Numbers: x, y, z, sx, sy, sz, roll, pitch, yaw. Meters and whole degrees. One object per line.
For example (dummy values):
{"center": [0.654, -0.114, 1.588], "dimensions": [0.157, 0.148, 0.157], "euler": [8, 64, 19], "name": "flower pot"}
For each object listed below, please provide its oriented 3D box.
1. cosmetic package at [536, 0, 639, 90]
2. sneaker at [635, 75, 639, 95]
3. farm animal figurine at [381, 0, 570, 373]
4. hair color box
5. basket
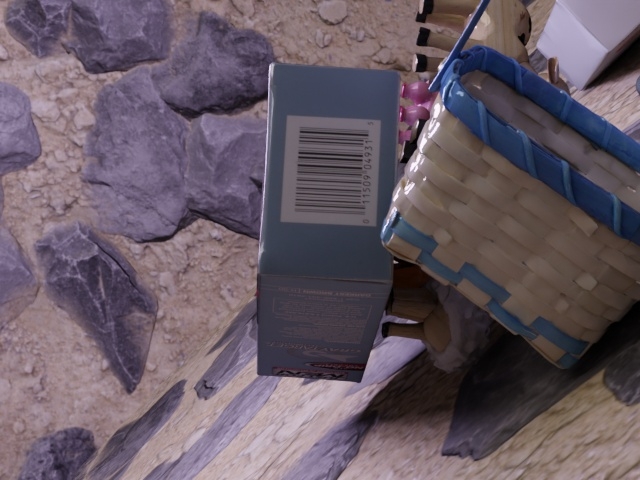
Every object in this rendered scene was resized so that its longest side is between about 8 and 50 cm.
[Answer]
{"center": [0.437, -0.361, 1.752], "dimensions": [0.377, 0.097, 0.284], "euler": [-44, -7, 1], "name": "cosmetic package"}
{"center": [0.375, -0.210, 1.314], "dimensions": [0.104, 0.125, 0.262], "euler": [-46, 8, -39], "name": "sneaker"}
{"center": [0.159, -0.064, 1.357], "dimensions": [0.327, 0.172, 0.330], "euler": [-89, 8, -79], "name": "farm animal figurine"}
{"center": [0.000, 0.000, 1.316], "dimensions": [0.374, 0.113, 0.185], "euler": [96, 177, -72], "name": "hair color box"}
{"center": [0.192, -0.077, 1.062], "dimensions": [0.289, 0.254, 0.201], "euler": [-53, 0, 27], "name": "basket"}
